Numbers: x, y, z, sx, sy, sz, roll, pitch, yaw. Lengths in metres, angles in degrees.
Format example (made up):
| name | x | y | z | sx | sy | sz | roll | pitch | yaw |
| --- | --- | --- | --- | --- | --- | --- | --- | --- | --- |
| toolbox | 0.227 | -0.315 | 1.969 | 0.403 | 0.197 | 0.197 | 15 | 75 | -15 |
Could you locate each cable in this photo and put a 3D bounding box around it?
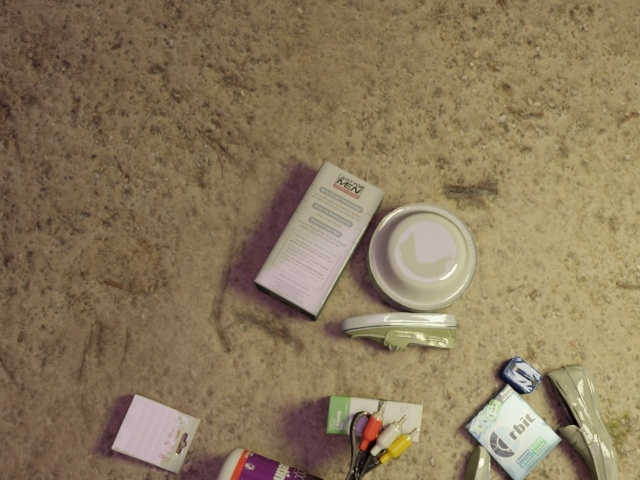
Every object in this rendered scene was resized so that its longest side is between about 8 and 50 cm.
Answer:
| name | x | y | z | sx | sy | sz | roll | pitch | yaw |
| --- | --- | --- | --- | --- | --- | --- | --- | --- | --- |
| cable | 0.090 | 0.498 | 1.535 | 0.139 | 0.072 | 0.287 | 34 | 75 | 4 |

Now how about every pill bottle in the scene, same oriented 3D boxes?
| name | x | y | z | sx | sy | sz | roll | pitch | yaw |
| --- | --- | --- | --- | --- | --- | --- | --- | --- | --- |
| pill bottle | -0.090 | 0.621 | 1.615 | 0.322 | 0.181 | 0.182 | 19 | 76 | 5 |

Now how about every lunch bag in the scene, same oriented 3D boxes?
| name | x | y | z | sx | sy | sz | roll | pitch | yaw |
| --- | --- | --- | --- | --- | --- | --- | --- | --- | --- |
| lunch bag | 0.506 | 0.343 | 1.741 | 0.098 | 0.065 | 0.067 | 36 | 79 | 10 |

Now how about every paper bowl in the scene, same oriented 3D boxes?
| name | x | y | z | sx | sy | sz | roll | pitch | yaw |
| --- | --- | --- | --- | --- | --- | --- | --- | --- | --- |
| paper bowl | 0.264 | 0.042 | 1.783 | 0.284 | 0.148 | 0.285 | 0 | 75 | -1 |

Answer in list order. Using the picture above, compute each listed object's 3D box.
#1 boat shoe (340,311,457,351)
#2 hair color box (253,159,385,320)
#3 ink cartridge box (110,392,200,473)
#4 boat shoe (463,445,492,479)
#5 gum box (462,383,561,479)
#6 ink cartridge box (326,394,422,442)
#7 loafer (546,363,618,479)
| name | x | y | z | sx | sy | sz | roll | pitch | yaw |
| --- | --- | --- | --- | --- | --- | --- | --- | --- | --- |
| boat shoe | 0.202 | 0.234 | 1.754 | 0.302 | 0.109 | 0.094 | -1 | 77 | -3 |
| hair color box | 0.000 | 0.000 | 1.813 | 0.185 | 0.114 | 0.375 | 28 | 78 | 7 |
| ink cartridge box | -0.413 | 0.483 | 1.737 | 0.179 | 0.045 | 0.146 | 25 | 76 | -12 |
| boat shoe | 0.391 | 0.616 | 1.671 | 0.081 | 0.079 | 0.228 | 12 | 81 | -5 |
| gum box | 0.474 | 0.478 | 1.718 | 0.157 | 0.041 | 0.184 | -42 | 79 | -9 |
| ink cartridge box | 0.127 | 0.429 | 1.673 | 0.219 | 0.160 | 0.093 | 6 | 77 | 3 |
| loafer | 0.639 | 0.466 | 1.691 | 0.111 | 0.112 | 0.320 | -11 | 68 | 3 |
